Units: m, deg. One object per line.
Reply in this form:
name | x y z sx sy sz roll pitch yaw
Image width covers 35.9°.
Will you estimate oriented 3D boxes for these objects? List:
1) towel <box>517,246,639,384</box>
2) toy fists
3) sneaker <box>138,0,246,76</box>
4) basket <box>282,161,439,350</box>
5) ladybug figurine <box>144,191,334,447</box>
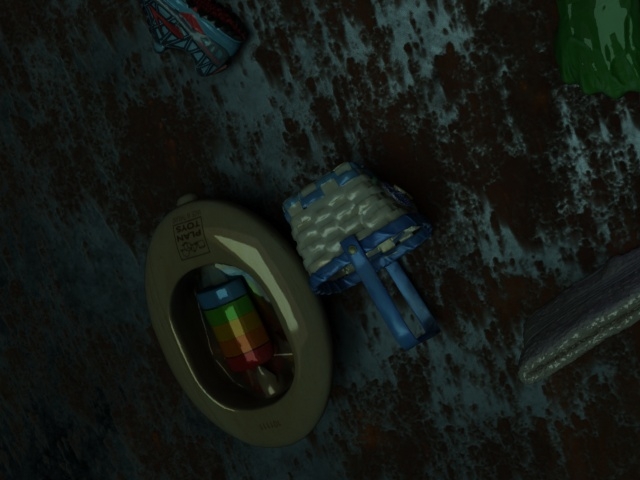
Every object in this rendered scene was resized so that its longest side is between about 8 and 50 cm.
towel | 0.407 0.096 1.447 0.282 0.187 0.049 -38 95 24
toy fists | 0.442 -0.264 1.272 0.279 0.096 0.142 -6 102 22
sneaker | -0.253 -0.361 1.587 0.262 0.104 0.125 39 116 5
basket | 0.083 0.031 1.500 0.201 0.255 0.289 -29 83 10
ladybug figurine | -0.124 0.123 1.653 0.305 0.162 0.449 -16 101 23
